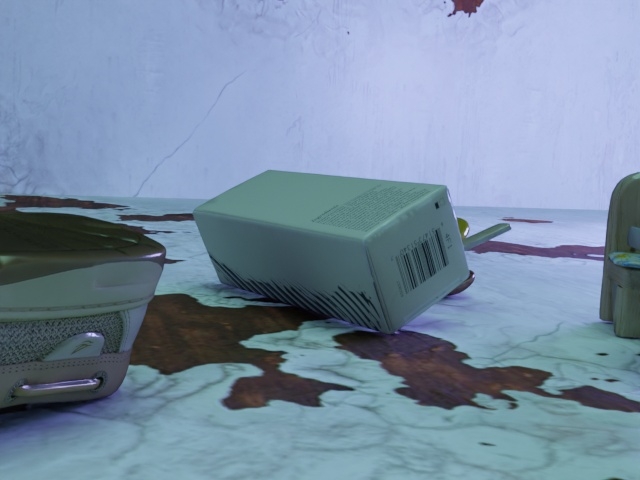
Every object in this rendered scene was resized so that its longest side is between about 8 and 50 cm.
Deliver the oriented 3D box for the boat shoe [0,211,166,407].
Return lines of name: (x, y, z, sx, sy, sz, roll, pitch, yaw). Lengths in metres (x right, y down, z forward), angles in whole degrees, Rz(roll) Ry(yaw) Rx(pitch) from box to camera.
boat shoe: (-0.215, 0.048, 0.363, 0.122, 0.110, 0.341, 23, 15, 39)

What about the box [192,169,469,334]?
box: (0.000, 0.000, 0.787, 0.113, 0.094, 0.275, -31, 24, -29)

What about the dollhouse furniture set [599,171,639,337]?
dollhouse furniture set: (0.435, -0.020, 0.575, 0.394, 0.256, 0.362, 4, 6, 6)

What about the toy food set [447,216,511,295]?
toy food set: (0.103, 0.029, 0.891, 0.128, 0.071, 0.218, -26, 16, -21)
